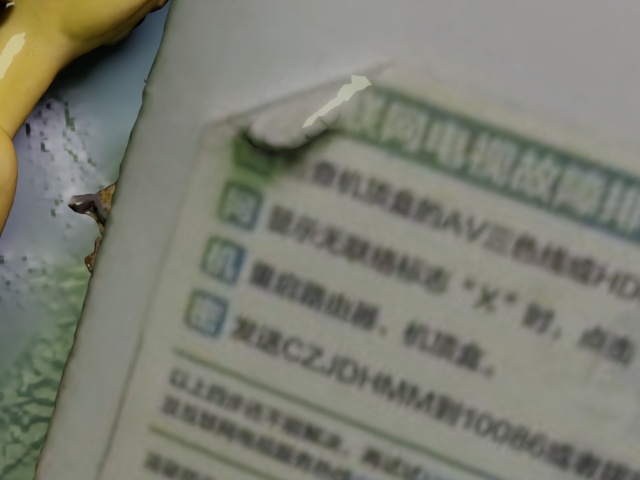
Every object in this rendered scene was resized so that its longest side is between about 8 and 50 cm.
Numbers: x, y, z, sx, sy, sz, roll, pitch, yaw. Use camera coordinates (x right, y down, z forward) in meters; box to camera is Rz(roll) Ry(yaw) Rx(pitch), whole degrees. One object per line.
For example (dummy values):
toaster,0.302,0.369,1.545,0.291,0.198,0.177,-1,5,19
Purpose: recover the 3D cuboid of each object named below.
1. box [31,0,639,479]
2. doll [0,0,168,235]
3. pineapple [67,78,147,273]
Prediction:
box,0.112,0.088,0.491,0.396,0.111,0.396,20,103,9
doll,-0.138,-0.064,0.657,0.117,0.086,0.291,12,66,50
pineapple,0.000,0.000,0.651,0.221,0.047,0.221,1,68,-1
